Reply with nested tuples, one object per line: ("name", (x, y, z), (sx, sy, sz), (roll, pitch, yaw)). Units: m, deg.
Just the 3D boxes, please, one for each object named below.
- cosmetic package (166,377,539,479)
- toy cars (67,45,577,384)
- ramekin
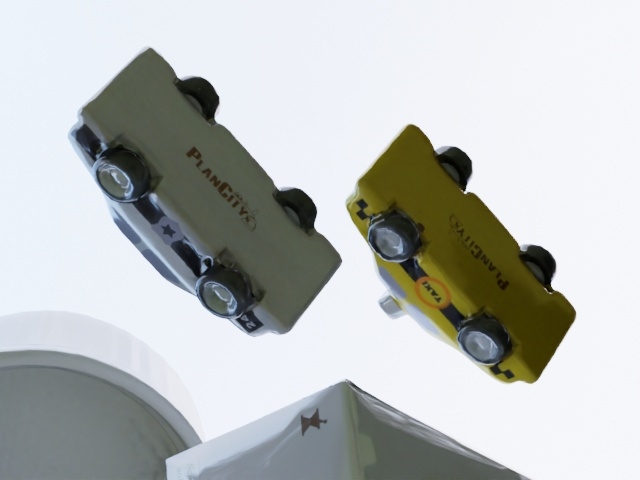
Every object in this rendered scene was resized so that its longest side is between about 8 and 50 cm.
("cosmetic package", (0.079, 0.249, 1.065), (0.365, 0.155, 0.197), (31, -137, -42))
("toy cars", (0.000, 0.000, 1.098), (0.394, 0.087, 0.176), (13, -120, -34))
("ramekin", (-0.212, 0.187, 1.271), (0.277, 0.135, 0.277), (-1, -71, -4))
